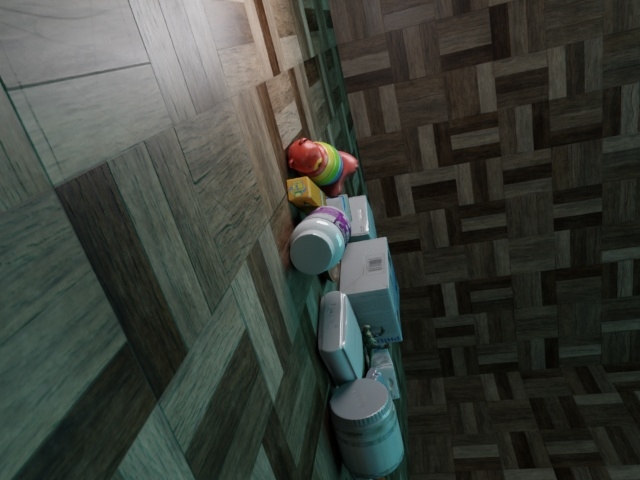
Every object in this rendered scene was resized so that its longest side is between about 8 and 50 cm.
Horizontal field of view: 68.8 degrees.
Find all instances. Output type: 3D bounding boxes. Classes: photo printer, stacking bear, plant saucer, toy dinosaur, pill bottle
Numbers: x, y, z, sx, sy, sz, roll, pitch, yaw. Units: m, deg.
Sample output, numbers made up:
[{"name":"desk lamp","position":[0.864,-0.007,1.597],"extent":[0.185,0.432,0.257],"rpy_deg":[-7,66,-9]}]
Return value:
[{"name":"photo printer","position":[0.081,0.373,1.690],"extent":[0.255,0.107,0.307],"rpy_deg":[-85,161,-45]},{"name":"stacking bear","position":[-0.013,-0.270,1.625],"extent":[0.164,0.175,0.289],"rpy_deg":[39,12,22]},{"name":"plant saucer","position":[0.019,0.013,1.796],"extent":[0.311,0.050,0.310],"rpy_deg":[-8,90,-76]},{"name":"toy dinosaur","position":[0.239,0.450,2.060],"extent":[0.064,0.118,0.268],"rpy_deg":[-131,-157,-58]},{"name":"pill bottle","position":[0.000,0.000,1.459],"extent":[0.301,0.170,0.169],"rpy_deg":[-57,137,-71]}]

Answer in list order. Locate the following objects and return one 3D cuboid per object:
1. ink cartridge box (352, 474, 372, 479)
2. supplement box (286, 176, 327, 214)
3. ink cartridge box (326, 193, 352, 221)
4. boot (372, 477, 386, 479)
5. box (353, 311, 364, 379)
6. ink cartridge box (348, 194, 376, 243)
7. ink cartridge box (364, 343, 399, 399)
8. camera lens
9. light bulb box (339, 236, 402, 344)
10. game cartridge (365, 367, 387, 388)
[{"name":"ink cartridge box","position":[0.150,0.836,1.773],"extent":[0.181,0.062,0.104],"rpy_deg":[69,18,-44]},{"name":"supplement box","position":[-0.042,-0.147,1.582],"extent":[0.233,0.078,0.080],"rpy_deg":[26,56,-75]},{"name":"ink cartridge box","position":[0.089,-0.138,2.131],"extent":[0.231,0.078,0.134],"rpy_deg":[-42,122,-75]},{"name":"boot","position":[0.326,1.075,2.014],"extent":[0.283,0.220,0.108],"rpy_deg":[50,33,-66]},{"name":"box","position":[0.136,0.470,1.969],"extent":[0.270,0.060,0.216],"rpy_deg":[-85,161,-46]},{"name":"ink cartridge box","position":[0.220,-0.081,2.534],"extent":[0.306,0.131,0.225],"rpy_deg":[49,35,-64]},{"name":"ink cartridge box","position":[0.286,0.611,2.268],"extent":[0.278,0.117,0.201],"rpy_deg":[-100,177,-68]},{"name":"camera lens","position":[0.158,0.641,1.588],"extent":[0.219,0.220,0.274],"rpy_deg":[-69,148,-65]},{"name":"light bulb box","position":[0.240,0.242,2.199],"extent":[0.357,0.226,0.360],"rpy_deg":[-83,158,-50]},{"name":"game cartridge","position":[0.200,0.700,1.919],"extent":[0.297,0.062,0.198],"rpy_deg":[-62,148,-38]}]
